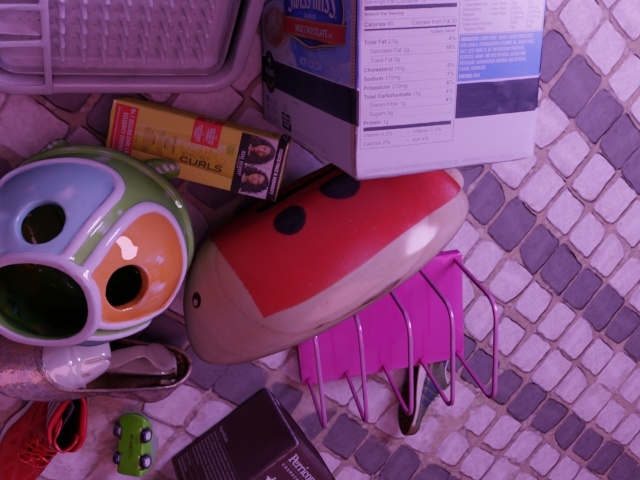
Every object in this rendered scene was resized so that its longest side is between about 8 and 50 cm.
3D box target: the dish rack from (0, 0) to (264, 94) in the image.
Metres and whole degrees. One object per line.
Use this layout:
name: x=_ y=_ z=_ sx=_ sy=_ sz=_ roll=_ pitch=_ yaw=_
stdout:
dish rack: x=-0.236 y=-0.285 z=0.797 sx=0.333 sy=0.072 sz=0.285 roll=-4 pitch=152 yaw=-21

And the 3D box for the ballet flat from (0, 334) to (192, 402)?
ballet flat: x=-0.301 y=0.163 z=0.946 sx=0.106 sy=0.107 sz=0.316 roll=-25 pitch=157 yaw=28

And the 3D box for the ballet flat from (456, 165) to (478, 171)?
ballet flat: x=0.190 y=-0.138 z=1.115 sx=0.213 sy=0.072 sz=0.068 roll=-1 pitch=138 yaw=-22

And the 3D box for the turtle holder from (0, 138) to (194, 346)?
turtle holder: x=-0.324 y=0.004 z=0.830 sx=0.321 sy=0.227 sz=0.243 roll=24 pitch=117 yaw=-7

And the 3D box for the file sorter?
file sorter: x=0.116 y=0.160 z=1.094 sx=0.291 sy=0.182 sz=0.202 roll=-9 pitch=112 yaw=-8

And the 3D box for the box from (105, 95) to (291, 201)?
box: x=-0.160 y=-0.123 z=0.916 sx=0.233 sy=0.058 sz=0.087 roll=15 pitch=106 yaw=-1

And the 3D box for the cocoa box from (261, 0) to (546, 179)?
cocoa box: x=0.079 y=-0.238 z=0.854 sx=0.232 sy=0.347 sz=0.227 roll=-9 pitch=113 yaw=-18

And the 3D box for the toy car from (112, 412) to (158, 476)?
toy car: x=-0.288 y=0.382 z=1.085 sx=0.053 sy=0.239 sz=0.224 roll=8 pitch=84 yaw=-68

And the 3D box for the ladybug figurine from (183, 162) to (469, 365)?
ladybug figurine: x=0.000 y=0.000 z=0.956 sx=0.450 sy=0.305 sz=0.161 roll=-31 pitch=106 yaw=-13

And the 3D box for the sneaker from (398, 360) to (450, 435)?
sneaker: x=0.203 y=0.274 z=1.275 sx=0.086 sy=0.064 sz=0.192 roll=1 pitch=107 yaw=-18

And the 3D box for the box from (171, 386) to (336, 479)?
box: x=-0.104 y=0.393 z=1.134 sx=0.203 sy=0.167 sz=0.168 roll=-37 pitch=120 yaw=-6

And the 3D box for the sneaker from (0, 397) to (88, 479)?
sneaker: x=-0.404 y=0.291 z=0.987 sx=0.087 sy=0.128 sz=0.221 roll=22 pitch=99 yaw=-28
